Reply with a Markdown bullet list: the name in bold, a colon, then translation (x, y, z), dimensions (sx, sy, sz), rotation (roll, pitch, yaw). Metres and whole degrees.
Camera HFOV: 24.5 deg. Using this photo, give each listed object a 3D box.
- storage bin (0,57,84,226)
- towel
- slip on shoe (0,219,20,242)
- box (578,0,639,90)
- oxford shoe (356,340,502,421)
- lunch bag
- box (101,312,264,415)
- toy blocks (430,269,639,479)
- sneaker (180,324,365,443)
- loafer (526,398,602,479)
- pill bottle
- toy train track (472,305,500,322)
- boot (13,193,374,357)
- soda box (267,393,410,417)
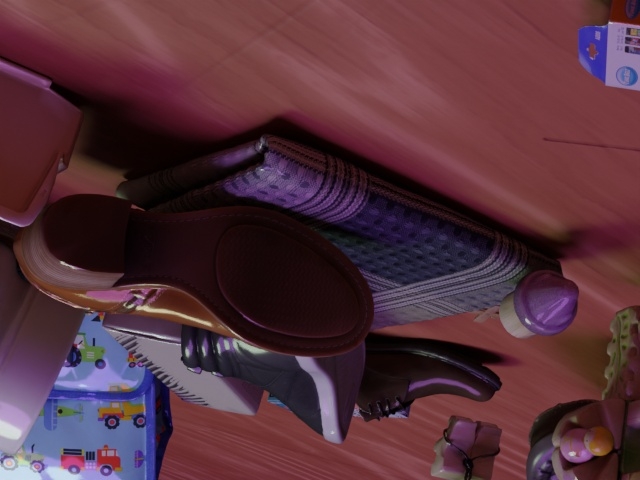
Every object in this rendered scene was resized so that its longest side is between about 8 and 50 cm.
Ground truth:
- **storage bin**: translation (-0.362, -0.079, 1.181), dimensions (0.260, 0.123, 0.262), rotation (23, 159, -25)
- **towel**: translation (0.000, 0.000, 1.290), dimensions (0.312, 0.056, 0.324), rotation (21, 159, -29)
- **slip on shoe**: translation (-0.298, -0.024, 1.435), dimensions (0.041, 0.051, 0.135), rotation (-36, 132, 13)
- **box**: translation (0.215, -0.108, 0.830), dimensions (0.136, 0.028, 0.081), rotation (12, 162, 13)
- **oxford shoe**: translation (0.083, 0.158, 1.602), dimensions (0.227, 0.096, 0.083), rotation (6, 158, 19)
- **lunch bag**: translation (-0.282, 0.126, 1.617), dimensions (0.221, 0.138, 0.293), rotation (3, 121, 2)
- **box**: translation (-0.128, 0.092, 1.537), dimensions (0.094, 0.113, 0.275), rotation (10, 160, 17)
- **toy blocks**: translation (0.276, 0.146, 1.099), dimensions (0.309, 0.289, 0.260), rotation (16, 160, -14)
- **sneaker**: translation (-0.046, 0.108, 1.403), dimensions (0.147, 0.105, 0.296), rotation (7, 156, 16)
- **loafer**: translation (0.303, 0.219, 1.543), dimensions (0.133, 0.130, 0.366), rotation (-18, 154, 21)
- **pill bottle**: translation (-0.424, 0.057, 1.429), dimensions (0.361, 0.204, 0.204), rotation (27, 160, -10)
- **toy train track**: translation (0.175, 0.067, 1.399), dimensions (0.083, 0.014, 0.048), rotation (12, 155, -14)
- **boot**: translation (-0.114, 0.038, 1.220), dimensions (0.283, 0.109, 0.220), rotation (10, 169, -15)
- **soda box**: translation (0.025, 0.170, 1.727), dimensions (0.183, 0.063, 0.058), rotation (-5, 154, 44)
